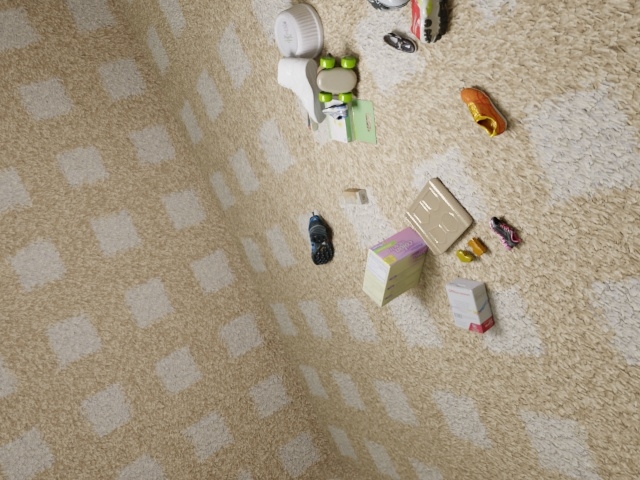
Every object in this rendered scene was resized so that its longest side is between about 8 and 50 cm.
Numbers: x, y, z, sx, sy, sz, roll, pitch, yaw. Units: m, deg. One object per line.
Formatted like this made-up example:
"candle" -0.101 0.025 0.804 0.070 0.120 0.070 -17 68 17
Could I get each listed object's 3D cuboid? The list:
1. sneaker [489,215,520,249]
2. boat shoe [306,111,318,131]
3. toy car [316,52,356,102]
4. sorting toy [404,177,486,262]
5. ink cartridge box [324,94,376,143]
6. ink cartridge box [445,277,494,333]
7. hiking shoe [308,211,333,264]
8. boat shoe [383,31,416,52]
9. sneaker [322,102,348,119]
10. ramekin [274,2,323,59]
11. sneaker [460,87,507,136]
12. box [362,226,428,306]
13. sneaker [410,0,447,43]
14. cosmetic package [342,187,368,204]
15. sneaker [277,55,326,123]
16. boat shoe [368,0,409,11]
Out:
"sneaker" 0.574 -0.030 1.540 0.119 0.047 0.057 54 145 2
"boat shoe" -0.039 -0.536 2.141 0.043 0.049 0.137 43 151 37
"toy car" 0.047 -0.626 1.871 0.188 0.149 0.154 -106 16 -53
"sorting toy" 0.444 -0.046 1.756 0.307 0.041 0.229 54 147 17
"ink cartridge box" 0.113 -0.465 1.936 0.235 0.056 0.171 30 137 49
"ink cartridge box" 0.537 0.231 1.791 0.127 0.072 0.175 9 122 58
"hiking shoe" 0.000 0.000 2.511 0.304 0.113 0.132 87 175 -48
"boat shoe" 0.250 -0.624 1.576 0.125 0.038 0.046 46 148 30
"sneaker" 0.056 -0.485 1.903 0.135 0.052 0.058 14 129 54
"ramekin" -0.091 -0.800 1.931 0.207 0.109 0.207 41 145 37
"sneaker" 0.456 -0.369 1.416 0.175 0.068 0.064 54 153 20
"box" 0.290 0.105 1.950 0.117 0.214 0.242 43 147 33
"sneaker" 0.291 -0.696 1.383 0.118 0.108 0.278 50 149 45
"cosmetic package" 0.148 -0.188 2.125 0.115 0.041 0.060 10 123 57
"sneaker" -0.073 -0.608 1.991 0.169 0.108 0.292 23 151 30
"boat shoe" 0.196 -0.734 1.454 0.335 0.121 0.119 -106 -6 -46
